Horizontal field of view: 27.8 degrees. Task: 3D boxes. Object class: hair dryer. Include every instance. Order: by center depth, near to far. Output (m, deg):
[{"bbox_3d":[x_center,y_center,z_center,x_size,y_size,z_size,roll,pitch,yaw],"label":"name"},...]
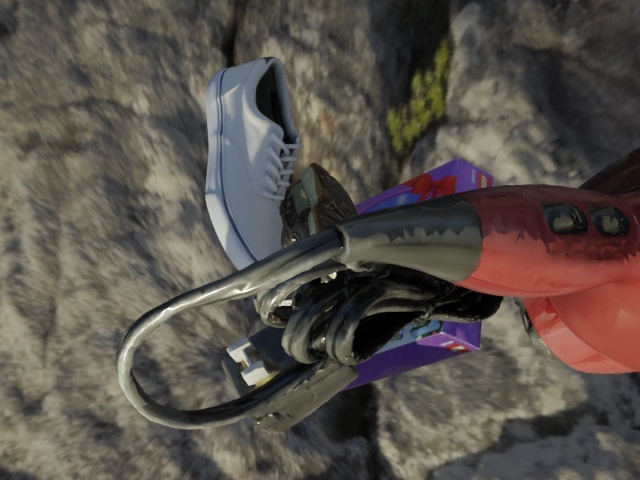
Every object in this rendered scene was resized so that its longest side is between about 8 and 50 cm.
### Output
[{"bbox_3d":[0.094,0.012,0.420,0.293,0.223,0.080,-24,83,-1],"label":"hair dryer"}]

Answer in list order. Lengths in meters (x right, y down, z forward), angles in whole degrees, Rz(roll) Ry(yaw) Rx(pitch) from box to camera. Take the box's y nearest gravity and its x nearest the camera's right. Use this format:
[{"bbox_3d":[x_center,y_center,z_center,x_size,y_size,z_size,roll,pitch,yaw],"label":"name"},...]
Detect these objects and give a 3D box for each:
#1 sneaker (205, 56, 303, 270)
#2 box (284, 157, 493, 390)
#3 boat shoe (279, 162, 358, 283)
[{"bbox_3d":[-0.066,-0.084,1.383,0.091,0.094,0.258,-25,64,34],"label":"sneaker"},{"bbox_3d":[0.061,0.051,1.411,0.057,0.293,0.201,25,59,-31],"label":"box"},{"bbox_3d":[0.000,0.000,0.863,0.056,0.152,0.049,39,107,-17],"label":"boat shoe"}]
